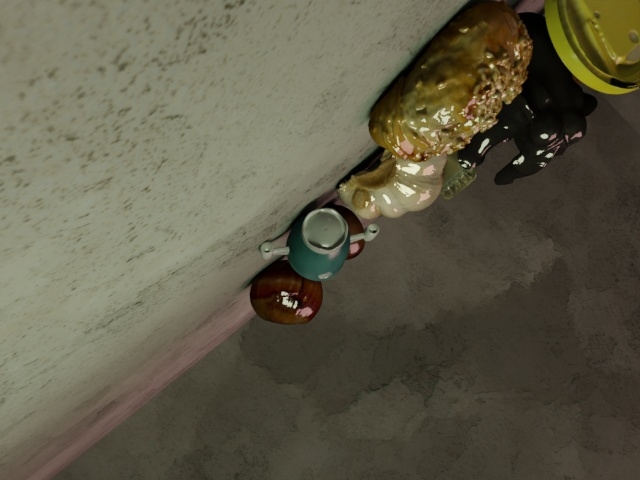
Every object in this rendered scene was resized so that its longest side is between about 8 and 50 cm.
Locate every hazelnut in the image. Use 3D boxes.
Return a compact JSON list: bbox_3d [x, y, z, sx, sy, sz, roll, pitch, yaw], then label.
[{"bbox_3d":[-0.104,0.162,1.780,0.229,0.229,0.229,-39,174,-5],"label":"hazelnut"}]

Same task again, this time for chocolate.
[{"bbox_3d":[0.045,-0.014,1.577,0.177,0.176,0.177,-39,174,-5],"label":"chocolate"}]

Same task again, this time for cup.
[{"bbox_3d":[0.000,0.000,1.381,0.300,0.167,0.173,-11,164,-12],"label":"cup"}]

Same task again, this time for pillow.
[{"bbox_3d":[0.302,-0.217,1.398,0.033,0.217,0.130,-11,158,-38],"label":"pillow"}]

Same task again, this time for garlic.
[{"bbox_3d":[0.195,-0.146,1.378,0.281,0.184,0.203,-42,177,30],"label":"garlic"}]

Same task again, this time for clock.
[{"bbox_3d":[0.523,-0.408,1.032,0.277,0.293,0.071,-31,-176,-20],"label":"clock"}]

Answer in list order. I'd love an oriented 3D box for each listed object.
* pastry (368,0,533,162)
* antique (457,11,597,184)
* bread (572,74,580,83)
[{"bbox_3d":[0.228,-0.245,0.953,0.311,0.162,0.255,-43,176,41],"label":"pastry"},{"bbox_3d":[0.389,-0.283,1.107,0.185,0.322,0.255,-3,175,-22],"label":"antique"},{"bbox_3d":[0.534,-0.435,1.392,0.196,0.176,0.246,-27,-175,-19],"label":"bread"}]
